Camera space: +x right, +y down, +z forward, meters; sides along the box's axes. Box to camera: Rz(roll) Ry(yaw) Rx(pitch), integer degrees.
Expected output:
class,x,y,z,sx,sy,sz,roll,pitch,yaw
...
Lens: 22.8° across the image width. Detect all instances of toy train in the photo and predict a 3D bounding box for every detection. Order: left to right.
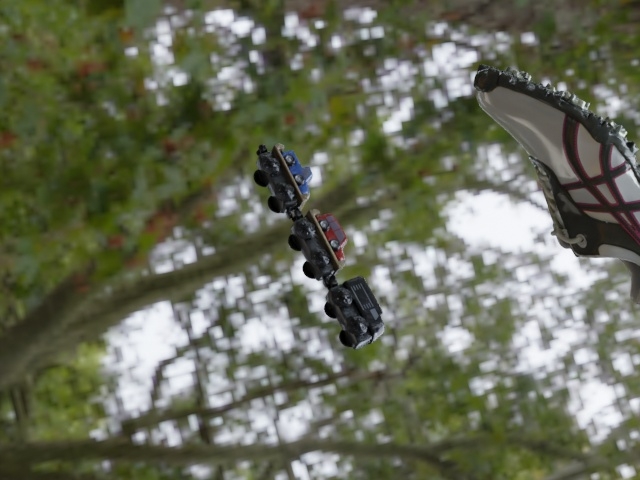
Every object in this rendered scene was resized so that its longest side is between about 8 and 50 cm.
class,x,y,z,sx,sy,sz,roll,pitch,yaw
toy train,0.000,0.000,1.066,0.158,0.036,0.027,61,-27,18

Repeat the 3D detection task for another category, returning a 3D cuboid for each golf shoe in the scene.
class,x,y,z,sx,sy,sz,roll,pitch,yaw
golf shoe,0.233,-0.050,1.399,0.120,0.273,0.105,-54,-170,6
